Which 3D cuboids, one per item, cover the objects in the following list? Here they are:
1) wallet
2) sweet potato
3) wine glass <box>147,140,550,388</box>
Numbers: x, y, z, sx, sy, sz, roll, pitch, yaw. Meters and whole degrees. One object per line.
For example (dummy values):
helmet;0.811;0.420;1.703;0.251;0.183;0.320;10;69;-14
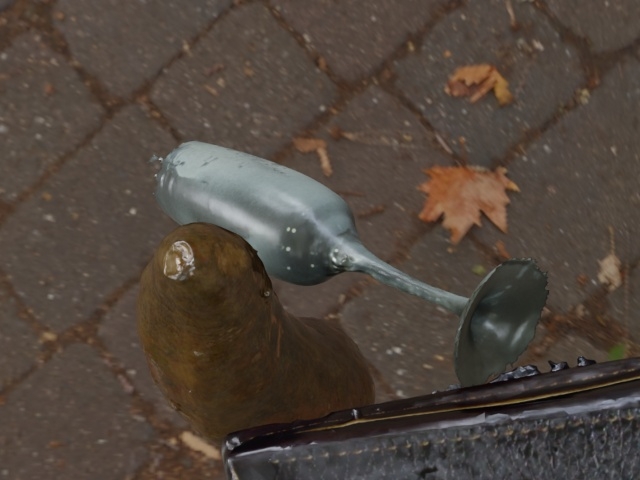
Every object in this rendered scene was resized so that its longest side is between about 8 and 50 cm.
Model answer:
wallet;0.099;0.172;0.584;0.262;0.071;0.221;-9;104;1
sweet potato;-0.040;0.065;0.675;0.097;0.292;0.097;-5;71;15
wine glass;0.000;0.000;0.683;0.262;0.074;0.074;25;89;42
